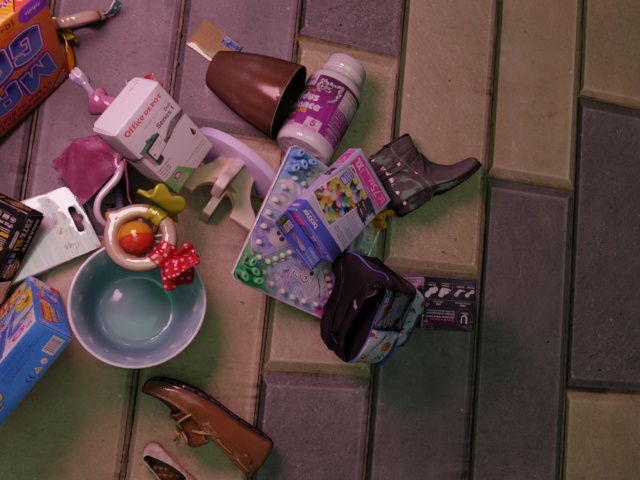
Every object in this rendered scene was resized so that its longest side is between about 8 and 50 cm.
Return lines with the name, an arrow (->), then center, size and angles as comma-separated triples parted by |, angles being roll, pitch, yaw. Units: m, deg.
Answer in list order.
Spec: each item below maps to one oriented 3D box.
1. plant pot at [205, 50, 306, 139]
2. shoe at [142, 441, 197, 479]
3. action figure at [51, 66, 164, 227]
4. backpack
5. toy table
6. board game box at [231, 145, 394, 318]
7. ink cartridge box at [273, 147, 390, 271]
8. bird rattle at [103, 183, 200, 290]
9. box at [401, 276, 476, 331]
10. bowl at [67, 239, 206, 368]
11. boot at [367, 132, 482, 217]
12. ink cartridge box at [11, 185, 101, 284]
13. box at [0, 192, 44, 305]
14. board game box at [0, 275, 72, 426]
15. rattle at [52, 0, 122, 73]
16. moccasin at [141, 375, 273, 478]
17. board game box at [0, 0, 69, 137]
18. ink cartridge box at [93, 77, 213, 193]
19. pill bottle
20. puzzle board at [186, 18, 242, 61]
plant pot -> -0.188, -0.425, 1.351 | 0.231, 0.215, 0.215 | 27, 80, 3
shoe -> -0.390, 0.624, 1.283 | 0.076, 0.058, 0.219 | -42, 96, -13
action figure -> -0.496, -0.246, 1.195 | 0.248, 0.275, 0.370 | 20, 114, -47
backpack -> 0.121, 0.187, 1.285 | 0.213, 0.276, 0.263 | 21, 99, -26
toy table -> -0.253, -0.153, 1.298 | 0.274, 0.252, 0.160 | 30, 63, 1
board game box -> 0.000, 0.000, 1.353 | 0.390, 0.050, 0.389 | 30, 79, -33
ink cartridge box -> 0.039, -0.080, 1.304 | 0.311, 0.065, 0.185 | -45, 118, -20
bird rattle -> -0.403, -0.001, 1.172 | 0.207, 0.143, 0.253 | -9, 90, -13
box -> 0.303, 0.177, 1.386 | 0.164, 0.247, 0.141 | 5, 84, -13
bowl -> -0.455, 0.163, 1.231 | 0.312, 0.163, 0.311 | 6, 73, -20
boot -> 0.317, -0.238, 1.495 | 0.338, 0.118, 0.222 | -28, 85, -20
ink cartridge box -> -0.715, -0.015, 1.261 | 0.233, 0.066, 0.188 | -26, 92, -22
box -> -0.869, -0.021, 1.162 | 0.322, 0.079, 0.257 | 26, 93, -2
board game box -> -0.709, 0.264, 1.099 | 0.086, 0.302, 0.308 | 43, 79, -34
rattle -> -0.603, -0.556, 1.317 | 0.200, 0.130, 0.142 | -36, 107, -40
moccasin -> -0.307, 0.488, 1.283 | 0.380, 0.139, 0.147 | 41, 69, -17
board game box -> -0.850, -0.452, 1.074 | 0.356, 0.356, 0.356 | 38, 69, -8
ink cartridge box -> -0.379, -0.239, 1.135 | 0.093, 0.219, 0.160 | 21, 72, 34
pill bottle -> 0.012, -0.373, 1.393 | 0.169, 0.169, 0.301 | 29, 75, -10
puzzle board -> -0.307, -0.563, 1.417 | 0.128, 0.011, 0.096 | 35, 78, -9
